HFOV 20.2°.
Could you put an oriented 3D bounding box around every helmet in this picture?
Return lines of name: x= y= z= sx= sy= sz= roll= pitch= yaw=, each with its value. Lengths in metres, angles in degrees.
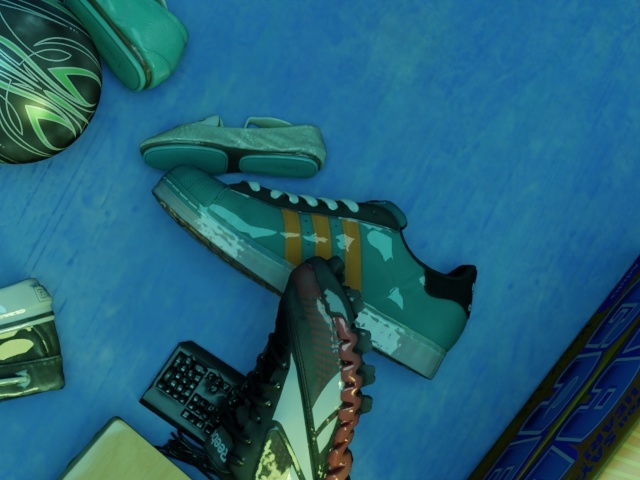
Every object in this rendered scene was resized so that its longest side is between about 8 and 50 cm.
helmet: x=-0.270 y=-0.145 z=1.526 sx=0.169 sy=0.161 sz=0.169 roll=0 pitch=88 yaw=-6

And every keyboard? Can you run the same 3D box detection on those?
keyboard: x=-0.070 y=0.179 z=1.598 sx=0.192 sy=0.038 sz=0.100 roll=34 pitch=85 yaw=-3

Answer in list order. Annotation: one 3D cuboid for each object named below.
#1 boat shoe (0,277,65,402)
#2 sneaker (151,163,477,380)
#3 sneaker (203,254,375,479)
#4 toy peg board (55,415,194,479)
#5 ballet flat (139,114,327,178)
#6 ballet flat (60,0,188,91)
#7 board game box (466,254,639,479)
boat shoe: x=-0.378 y=0.135 z=1.525 sx=0.335 sy=0.121 sz=0.119 roll=-19 pitch=86 yaw=-8
sneaker: x=0.000 y=0.000 z=1.582 sx=0.302 sy=0.108 sz=0.121 roll=31 pitch=84 yaw=-12
sneaker: x=-0.030 y=0.142 z=1.507 sx=0.135 sy=0.097 sz=0.276 roll=-3 pitch=116 yaw=-14
toy peg board: x=-0.180 y=0.256 z=1.575 sx=0.161 sy=0.079 sz=0.161 roll=43 pitch=85 yaw=-19
ballet flat: x=-0.079 y=-0.086 z=1.606 sx=0.168 sy=0.057 sz=0.052 roll=5 pitch=60 yaw=-9
ballet flat: x=-0.210 y=-0.242 z=1.587 sx=0.247 sy=0.083 sz=0.087 roll=48 pitch=60 yaw=-3
board game box: x=0.351 y=0.235 z=1.466 sx=0.356 sy=0.356 sz=0.356 roll=39 pitch=80 yaw=-3
